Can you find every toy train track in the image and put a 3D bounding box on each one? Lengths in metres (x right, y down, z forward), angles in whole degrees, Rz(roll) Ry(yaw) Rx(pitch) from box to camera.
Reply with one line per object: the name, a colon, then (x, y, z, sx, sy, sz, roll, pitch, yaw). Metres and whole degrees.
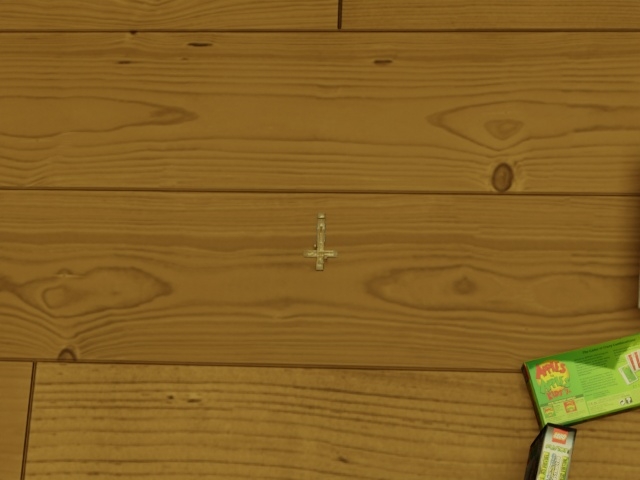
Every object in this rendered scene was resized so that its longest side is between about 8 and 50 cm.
toy train track: (0.000, 0.000, 1.649, 0.048, 0.014, 0.083, 0, 73, 5)

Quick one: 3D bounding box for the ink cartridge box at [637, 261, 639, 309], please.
ink cartridge box: (0.511, -0.017, 1.534, 0.172, 0.100, 0.237, -4, 71, 34)

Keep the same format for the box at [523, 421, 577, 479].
box: (0.270, 0.293, 1.439, 0.036, 0.207, 0.114, 12, 74, 8)

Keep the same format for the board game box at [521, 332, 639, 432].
board game box: (0.363, 0.183, 1.549, 0.181, 0.043, 0.092, -14, 72, 0)
